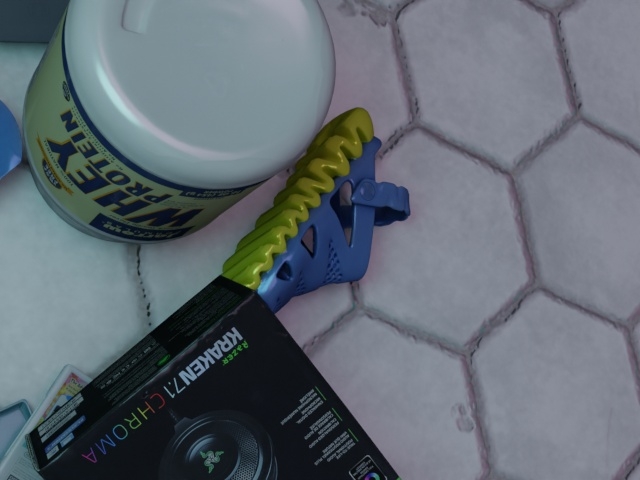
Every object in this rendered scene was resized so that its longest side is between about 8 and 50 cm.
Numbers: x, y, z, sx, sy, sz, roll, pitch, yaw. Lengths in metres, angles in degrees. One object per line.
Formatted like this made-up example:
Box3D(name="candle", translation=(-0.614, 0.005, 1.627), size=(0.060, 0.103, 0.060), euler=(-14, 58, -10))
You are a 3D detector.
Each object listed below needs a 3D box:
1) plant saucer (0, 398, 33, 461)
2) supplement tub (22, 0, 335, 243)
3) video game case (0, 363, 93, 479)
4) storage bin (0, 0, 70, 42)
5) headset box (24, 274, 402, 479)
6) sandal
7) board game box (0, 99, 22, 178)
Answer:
Box3D(name="plant saucer", translation=(-0.355, 0.220, 0.997), size=(0.192, 0.018, 0.067), euler=(-24, 88, -28))
Box3D(name="supplement tub", translation=(-0.151, -0.128, 1.002), size=(0.236, 0.325, 0.235), euler=(6, 75, -23))
Box3D(name="video game case", translation=(-0.227, 0.224, 1.042), size=(0.157, 0.019, 0.143), euler=(40, 64, -21))
Box3D(name="storage bin", translation=(-0.301, -0.254, 1.104), size=(0.135, 0.098, 0.091), euler=(-2, 106, -26))
Box3D(name="headset box", translation=(-0.089, 0.221, 1.003), size=(0.246, 0.131, 0.283), euler=(-39, 107, -12))
Box3D(name="sandal", translation=(0.000, 0.000, 1.159), size=(0.138, 0.126, 0.317), euler=(43, 66, -14))
Box3D(name="board game box", translation=(-0.377, -0.078, 1.045), size=(0.133, 0.033, 0.169), euler=(42, 74, 15))
